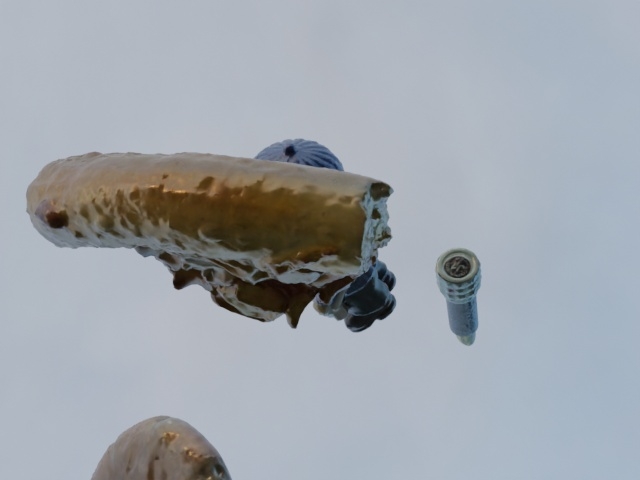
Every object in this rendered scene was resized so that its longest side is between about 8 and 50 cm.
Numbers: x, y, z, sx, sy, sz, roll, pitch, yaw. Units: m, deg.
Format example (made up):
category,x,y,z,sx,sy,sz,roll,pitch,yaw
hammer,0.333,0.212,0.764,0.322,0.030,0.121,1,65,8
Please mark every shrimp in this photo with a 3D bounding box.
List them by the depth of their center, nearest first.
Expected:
category,x,y,z,sx,sy,sz,roll,pitch,yaw
shrimp,-0.132,0.263,1.306,0.077,0.168,0.317,-7,-46,-38

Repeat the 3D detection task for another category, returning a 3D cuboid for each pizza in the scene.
category,x,y,z,sx,sy,sz,roll,pitch,yaw
pizza,-0.044,0.002,0.831,0.182,0.161,0.062,7,-101,18

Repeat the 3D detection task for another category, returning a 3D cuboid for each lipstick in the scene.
category,x,y,z,sx,sy,sz,roll,pitch,yaw
lipstick,0.115,0.051,1.449,0.037,0.037,0.116,-16,-34,-4

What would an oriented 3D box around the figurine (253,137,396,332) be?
category,x,y,z,sx,sy,sz,roll,pitch,yaw
figurine,0.000,0.000,1.189,0.087,0.086,0.149,-23,-52,28
